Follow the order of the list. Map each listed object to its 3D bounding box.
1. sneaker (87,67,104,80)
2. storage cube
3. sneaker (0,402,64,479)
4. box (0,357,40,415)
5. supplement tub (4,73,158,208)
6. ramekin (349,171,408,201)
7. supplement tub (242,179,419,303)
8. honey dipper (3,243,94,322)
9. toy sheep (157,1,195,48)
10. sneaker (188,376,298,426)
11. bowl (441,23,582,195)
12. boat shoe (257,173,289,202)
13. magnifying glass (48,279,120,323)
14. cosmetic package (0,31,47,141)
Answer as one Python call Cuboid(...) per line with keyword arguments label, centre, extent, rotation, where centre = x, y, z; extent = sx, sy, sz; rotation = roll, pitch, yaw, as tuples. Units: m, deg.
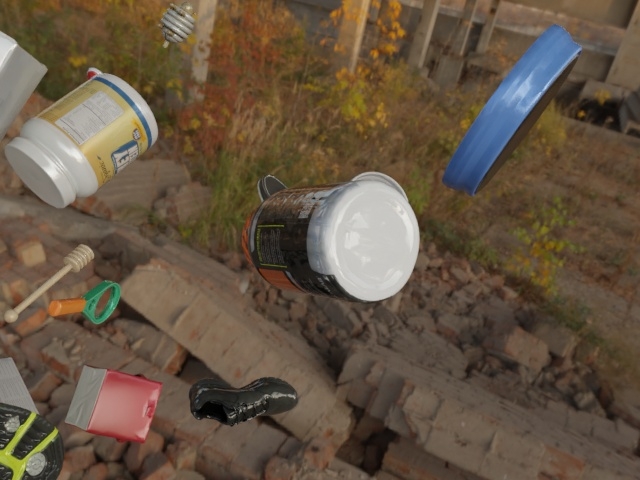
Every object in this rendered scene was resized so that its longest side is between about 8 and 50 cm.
Cuboid(label="sneaker", centre=(-0.405, -0.245, 1.046), extent=(0.042, 0.118, 0.067), rotation=(23, 56, 3))
Cuboid(label="storage cube", centre=(-0.638, 0.503, 1.822), extent=(0.193, 0.214, 0.184), rotation=(29, -23, -37))
Cuboid(label="sneaker", centre=(-0.537, 0.280, 0.790), extent=(0.147, 0.145, 0.385), rotation=(-9, -24, 39))
Cuboid(label="box", centre=(-0.717, 0.402, 1.392), extent=(0.067, 0.063, 0.324), rotation=(-2, 31, -46))
Cuboid(label="supplement tub", centre=(-0.379, -0.159, 0.948), extent=(0.144, 0.144, 0.199), rotation=(25, 56, 24))
Cuboid(label="ramekin", centre=(0.135, -0.081, 1.669), extent=(0.207, 0.207, 0.109), rotation=(2, -13, -22))
Cuboid(label="supplement tub", centre=(0.000, 0.000, 1.083), extent=(0.207, 0.206, 0.338), rotation=(-4, 4, -33))
Cuboid(label="honey dipper", centre=(-0.394, 0.064, 0.859), extent=(0.031, 0.030, 0.160), rotation=(20, 44, 14))
Cuboid(label="toy sheep", centre=(-0.371, -0.554, 1.519), extent=(0.091, 0.132, 0.091), rotation=(38, 10, -8))
Cuboid(label="sneaker", centre=(-0.199, 0.429, 1.530), extent=(0.287, 0.108, 0.130), rotation=(-2, 16, -6))
Cuboid(label="bowl", centre=(0.405, -0.259, 1.252), extent=(0.077, 0.391, 0.391), rotation=(38, 31, 13))
Cuboid(label="boat shoe", centre=(-0.073, -0.078, 1.426), extent=(0.081, 0.068, 0.227), rotation=(-28, 73, -28))
Cuboid(label="magnifying glass", centre=(-0.449, 0.123, 1.137), extent=(0.026, 0.092, 0.231), rotation=(23, 0, 8))
Cuboid(label="cosmetic package", centre=(-0.504, -0.192, 0.791), extent=(0.138, 0.224, 0.225), rotation=(32, -2, -16))
